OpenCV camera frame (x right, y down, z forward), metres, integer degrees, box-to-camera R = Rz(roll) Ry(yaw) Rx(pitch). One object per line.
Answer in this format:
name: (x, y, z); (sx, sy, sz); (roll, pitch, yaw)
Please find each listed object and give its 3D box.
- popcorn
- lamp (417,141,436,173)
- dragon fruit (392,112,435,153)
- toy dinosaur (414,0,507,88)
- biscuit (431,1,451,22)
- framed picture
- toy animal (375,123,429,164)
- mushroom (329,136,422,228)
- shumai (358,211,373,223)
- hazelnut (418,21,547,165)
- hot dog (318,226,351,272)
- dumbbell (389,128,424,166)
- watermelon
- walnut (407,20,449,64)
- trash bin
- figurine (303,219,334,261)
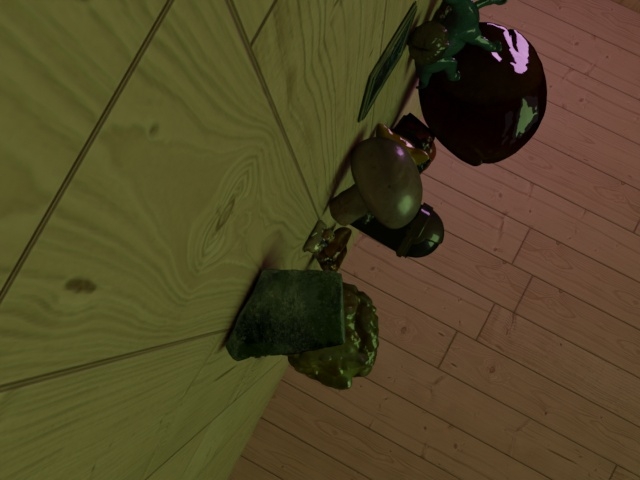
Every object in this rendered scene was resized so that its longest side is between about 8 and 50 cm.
popcorn: (0.025, 0.259, 1.571); (0.335, 0.279, 0.274); (111, -32, -42)
lamp: (0.312, -0.315, 2.050); (0.188, 0.164, 0.187); (-37, 157, -18)
dragon fruit: (0.278, -0.313, 1.875); (0.172, 0.160, 0.166); (-49, -144, 19)
toy dinosaur: (0.240, -0.443, 1.276); (0.331, 0.129, 0.383); (-14, 165, -40)
biscuit: (0.296, -0.544, 1.446); (0.175, 0.026, 0.124); (-59, 173, -35)
framed picture: (0.120, -0.313, 1.024); (0.183, 0.011, 0.142); (-60, 174, -19)
toy animal: (0.181, -0.192, 1.487); (0.156, 0.156, 0.229); (-60, 176, -20)
mushroom: (0.121, -0.124, 1.239); (0.206, 0.209, 0.206); (-6, 97, -50)
shumai: (0.135, -0.103, 1.811); (0.099, 0.087, 0.123); (-58, 172, -29)
hazelnut: (0.473, -0.445, 1.752); (0.402, 0.403, 0.428); (107, -26, -63)
hot dog: (0.039, 0.020, 1.623); (0.249, 0.068, 0.100); (-52, 156, -72)
dumbbell: (0.210, -0.214, 1.691); (0.225, 0.141, 0.123); (109, -6, -62)
watermelon: (-0.043, 0.118, 0.978); (0.257, 0.193, 0.139); (22, 64, -81)
walnut: (0.216, -0.395, 1.152); (0.092, 0.092, 0.092); (-61, 175, -10)
trash bin: (0.276, -0.061, 2.041); (0.214, 0.334, 0.214); (-63, 175, -9)
figurine: (0.000, 0.000, 1.260); (0.083, 0.051, 0.047); (-61, 180, -5)
